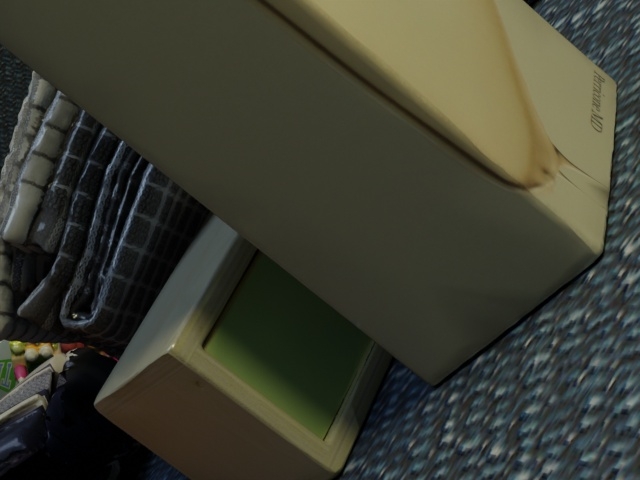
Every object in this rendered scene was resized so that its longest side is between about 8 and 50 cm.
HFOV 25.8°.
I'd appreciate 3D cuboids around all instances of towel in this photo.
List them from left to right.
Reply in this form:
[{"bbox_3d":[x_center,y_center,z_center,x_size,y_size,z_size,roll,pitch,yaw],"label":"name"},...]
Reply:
[{"bbox_3d":[-0.087,-0.057,0.844,0.235,0.121,0.283,38,-109,-77],"label":"towel"}]

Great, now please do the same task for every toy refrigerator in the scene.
[{"bbox_3d":[0.000,0.000,0.735,0.094,0.102,0.269,-36,19,48],"label":"toy refrigerator"}]

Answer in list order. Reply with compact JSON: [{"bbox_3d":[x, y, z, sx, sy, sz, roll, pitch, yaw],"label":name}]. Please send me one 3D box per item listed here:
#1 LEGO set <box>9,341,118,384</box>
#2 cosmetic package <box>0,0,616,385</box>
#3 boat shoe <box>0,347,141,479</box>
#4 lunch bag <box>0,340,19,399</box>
[{"bbox_3d":[-0.164,0.063,1.124,0.287,0.132,0.107,-28,33,1],"label":"LEGO set"},{"bbox_3d":[-0.020,-0.099,0.613,0.113,0.309,0.160,-43,16,33],"label":"cosmetic package"},{"bbox_3d":[-0.264,0.220,0.961,0.340,0.127,0.158,-47,6,14],"label":"boat shoe"},{"bbox_3d":[-0.286,0.113,1.375,0.303,0.115,0.243,-36,18,51],"label":"lunch bag"}]
